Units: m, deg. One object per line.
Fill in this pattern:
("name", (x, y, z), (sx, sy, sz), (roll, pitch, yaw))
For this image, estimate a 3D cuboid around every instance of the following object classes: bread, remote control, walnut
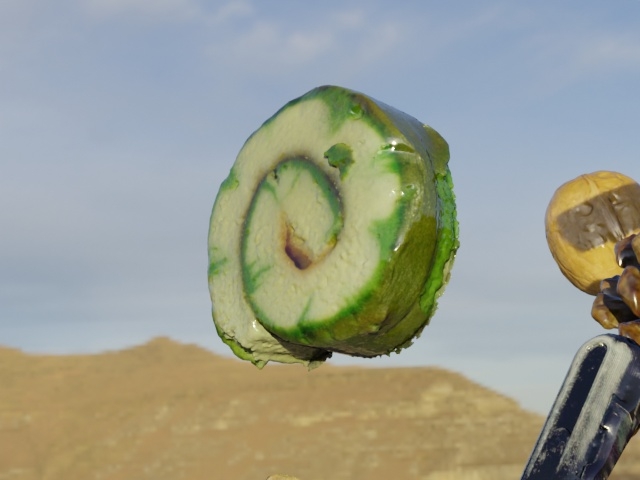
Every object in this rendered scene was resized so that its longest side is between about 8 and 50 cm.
("bread", (0.000, 0.000, 1.563), (0.129, 0.382, 0.366), (15, 23, -38))
("remote control", (0.226, 0.188, 1.149), (0.066, 0.266, 0.090), (47, -31, -14))
("walnut", (0.477, -0.012, 2.125), (0.193, 0.225, 0.193), (-6, -38, -5))

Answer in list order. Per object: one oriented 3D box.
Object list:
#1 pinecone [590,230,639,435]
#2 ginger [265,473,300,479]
("pinecone", (0.467, 0.114, 1.445), (0.384, 0.384, 0.384), (-2, -10, 0))
("ginger", (-0.037, 0.289, 1.426), (0.097, 0.048, 0.030), (-9, -36, 34))
